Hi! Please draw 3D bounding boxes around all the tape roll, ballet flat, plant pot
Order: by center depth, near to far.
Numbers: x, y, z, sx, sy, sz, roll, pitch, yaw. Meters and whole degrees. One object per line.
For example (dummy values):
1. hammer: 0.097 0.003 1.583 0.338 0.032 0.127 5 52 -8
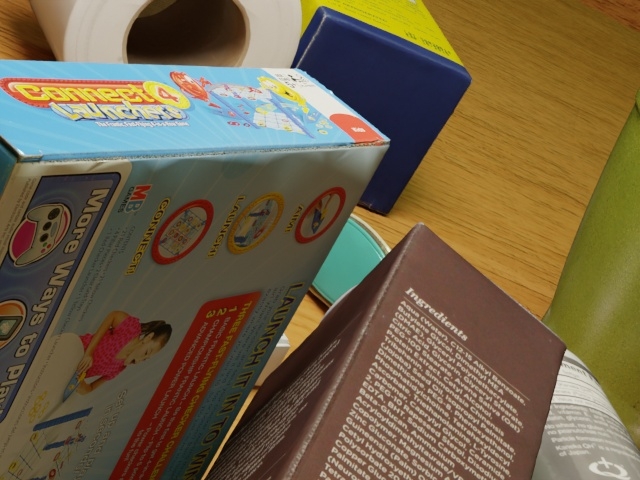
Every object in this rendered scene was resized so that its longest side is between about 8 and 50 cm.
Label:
1. ballet flat: 0.000 0.000 1.317 0.248 0.086 0.086 42 26 25
2. plant pot: 0.402 0.031 1.377 0.366 0.353 0.366 26 25 -13
3. tape roll: -0.160 -0.240 1.378 0.246 0.246 0.169 12 30 -36

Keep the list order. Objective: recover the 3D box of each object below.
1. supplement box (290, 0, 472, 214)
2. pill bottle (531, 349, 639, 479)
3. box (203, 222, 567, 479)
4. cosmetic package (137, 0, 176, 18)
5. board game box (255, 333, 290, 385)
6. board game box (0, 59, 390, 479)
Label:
1. supplement box: 0.002 -0.224 1.596 0.194 0.195 0.356 19 27 -25
2. pill bottle: 0.149 0.183 1.009 0.176 0.176 0.318 19 27 -26
3. box: 0.005 0.170 0.771 0.143 0.191 0.381 39 34 -6
4. cosmetic package: -0.234 -0.376 1.499 0.377 0.284 0.097 17 60 -29
5. board game box: -0.176 -0.001 1.134 0.193 0.053 0.305 7 33 -41
6. board game box: -0.137 0.050 0.773 0.086 0.308 0.302 40 25 24
